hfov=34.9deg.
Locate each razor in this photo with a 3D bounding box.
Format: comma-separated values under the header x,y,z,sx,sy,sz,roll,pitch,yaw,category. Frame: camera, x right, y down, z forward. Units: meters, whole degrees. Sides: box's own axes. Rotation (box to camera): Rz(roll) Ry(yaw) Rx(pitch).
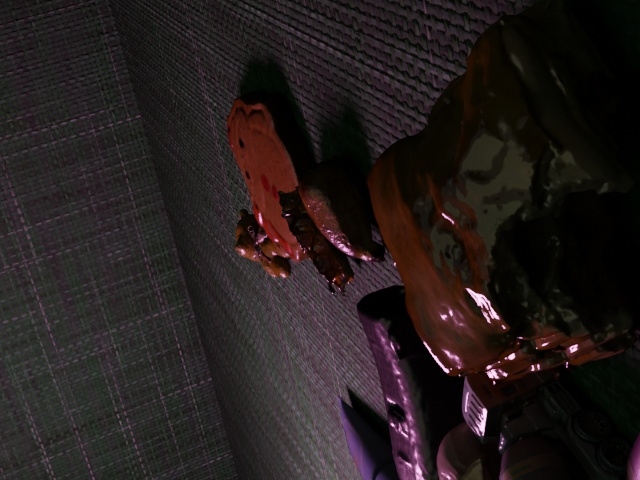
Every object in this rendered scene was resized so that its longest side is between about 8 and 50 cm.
x,y,z,sx,sy,sz,roll,pitch,yaw,category
0.150,0.235,1.537,0.189,0.107,0.327,-158,52,-69,razor

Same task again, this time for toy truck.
x,y,z,sx,sy,sz,roll,pitch,yaw,category
0.252,0.240,1.169,0.108,0.140,0.257,87,156,-47,toy truck

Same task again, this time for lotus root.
x,y,z,sx,sy,sz,roll,pitch,yaw,category
0.034,-0.039,1.626,0.191,0.094,0.108,64,180,7,lotus root

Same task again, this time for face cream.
x,y,z,sx,sy,sz,roll,pitch,yaw,category
0.104,0.419,1.947,0.385,0.086,0.136,-146,39,-71,face cream

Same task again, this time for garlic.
x,y,z,sx,sy,sz,roll,pitch,yaw,category
0.216,0.347,1.275,0.143,0.178,0.229,-42,57,27,garlic

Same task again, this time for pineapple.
x,y,z,sx,sy,sz,roll,pitch,yaw,category
0.000,0.000,1.735,0.221,0.047,0.221,55,-170,-15,pineapple

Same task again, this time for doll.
x,y,z,sx,sy,sz,roll,pitch,yaw,category
-0.125,0.013,2.181,0.209,0.097,0.137,29,131,58,doll

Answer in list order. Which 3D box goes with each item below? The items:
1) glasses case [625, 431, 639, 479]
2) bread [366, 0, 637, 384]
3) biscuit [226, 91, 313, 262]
x,y,z,sx,sy,sz,roll,pitch,yaw,category
0.351,0.191,0.912,0.123,0.075,0.316,58,160,32,glasses case
0.184,-0.015,1.010,0.370,0.191,0.314,120,129,-67,bread
-0.097,-0.137,1.981,0.381,0.074,0.359,42,146,51,biscuit
